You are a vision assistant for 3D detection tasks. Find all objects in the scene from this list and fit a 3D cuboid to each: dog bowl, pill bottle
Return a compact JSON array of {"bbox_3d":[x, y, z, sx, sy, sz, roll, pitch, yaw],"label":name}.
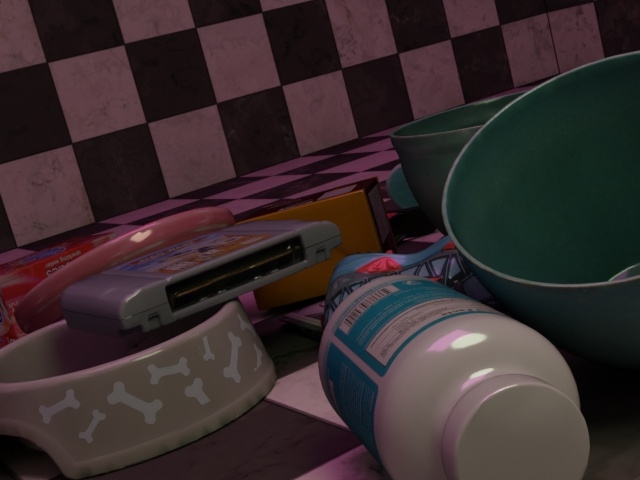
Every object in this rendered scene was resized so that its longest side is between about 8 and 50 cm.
[{"bbox_3d":[-0.228,0.148,1.126,0.349,0.102,0.349,-14,11,3],"label":"dog bowl"},{"bbox_3d":[0.095,0.115,0.740,0.146,0.146,0.264,-17,11,-10],"label":"pill bottle"}]

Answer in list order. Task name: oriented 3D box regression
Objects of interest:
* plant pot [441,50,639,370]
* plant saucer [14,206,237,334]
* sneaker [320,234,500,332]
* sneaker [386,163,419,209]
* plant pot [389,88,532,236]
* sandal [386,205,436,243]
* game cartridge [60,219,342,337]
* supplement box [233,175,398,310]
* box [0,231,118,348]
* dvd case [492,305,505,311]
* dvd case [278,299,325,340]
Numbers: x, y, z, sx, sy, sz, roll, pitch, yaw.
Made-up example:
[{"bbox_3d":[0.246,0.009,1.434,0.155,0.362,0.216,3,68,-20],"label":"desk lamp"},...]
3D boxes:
[{"bbox_3d":[0.274,0.000,0.857,0.290,0.195,0.290,-20,36,15],"label":"plant pot"},{"bbox_3d":[-0.257,0.066,1.401,0.332,0.084,0.332,-27,-8,-4],"label":"plant saucer"},{"bbox_3d":[0.116,0.075,1.108,0.262,0.104,0.125,-13,38,36],"label":"sneaker"},{"bbox_3d":[0.275,-0.118,1.772,0.319,0.127,0.208,-4,13,4],"label":"sneaker"},{"bbox_3d":[0.251,-0.074,1.242,0.293,0.196,0.293,-14,10,3],"label":"plant pot"},{"bbox_3d":[0.114,-0.019,1.634,0.179,0.067,0.040,-14,22,-10],"label":"sandal"},{"bbox_3d":[-0.146,0.037,1.180,0.297,0.062,0.198,-22,17,-34],"label":"game cartridge"},{"bbox_3d":[0.000,0.000,1.459,0.191,0.129,0.194,-15,7,12],"label":"supplement box"},{"bbox_3d":[-0.455,0.084,1.685,0.123,0.128,0.257,-6,14,40],"label":"box"},{"bbox_3d":[0.322,0.027,1.220,0.180,0.022,0.253,-9,12,24],"label":"dvd case"},{"bbox_3d":[0.076,0.080,1.290,0.221,0.018,0.164,-20,12,-24],"label":"dvd case"}]
